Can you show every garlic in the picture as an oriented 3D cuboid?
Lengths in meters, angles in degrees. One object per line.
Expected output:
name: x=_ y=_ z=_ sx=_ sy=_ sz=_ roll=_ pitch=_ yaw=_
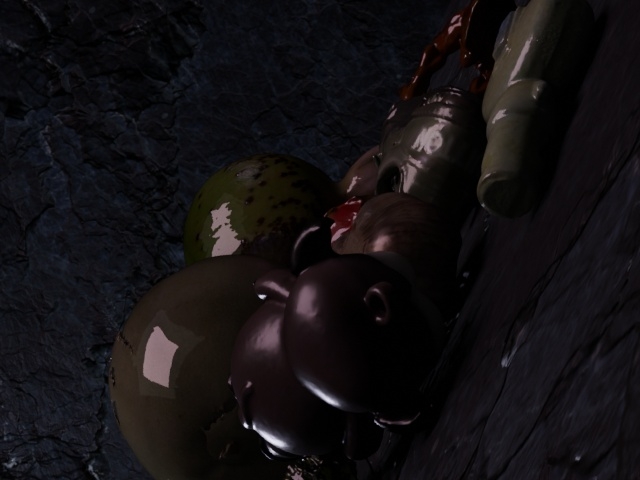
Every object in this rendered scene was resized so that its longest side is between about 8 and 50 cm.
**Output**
garlic: x=0.068 y=0.031 z=1.339 sx=0.159 sy=0.102 sz=0.147 roll=147 pitch=135 yaw=-66

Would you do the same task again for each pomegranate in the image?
pomegranate: x=0.000 y=0.000 z=1.972 sx=0.340 sy=0.285 sz=0.285 roll=-34 pitch=8 yaw=10

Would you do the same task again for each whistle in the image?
whistle: x=0.159 y=-0.111 z=1.214 sx=0.258 sy=0.067 sz=0.126 roll=-71 pitch=4 yaw=-48

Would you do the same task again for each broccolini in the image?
broccolini: x=0.002 y=0.209 z=1.271 sx=0.091 sy=0.068 sz=0.202 roll=-46 pitch=-1 yaw=-8

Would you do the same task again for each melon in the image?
melon: x=-0.094 y=0.154 z=1.682 sx=0.330 sy=0.268 sz=0.268 roll=-105 pitch=38 yaw=-67

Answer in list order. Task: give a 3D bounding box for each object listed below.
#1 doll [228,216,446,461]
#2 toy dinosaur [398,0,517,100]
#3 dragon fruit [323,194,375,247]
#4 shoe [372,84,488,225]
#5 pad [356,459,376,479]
doll: x=0.008 y=0.094 z=1.236 sx=0.117 sy=0.182 sz=0.257 roll=-22 pitch=-15 yaw=-38
toy dinosaur: x=0.173 y=-0.213 z=1.749 sx=0.208 sy=0.097 sz=0.432 roll=-59 pitch=3 yaw=5
dragon fruit: x=0.055 y=0.011 z=1.732 sx=0.166 sy=0.133 sz=0.136 roll=108 pitch=156 yaw=-60
shoe: x=0.094 y=-0.059 z=1.581 sx=0.149 sy=0.109 sz=0.293 roll=-60 pitch=5 yaw=-13
pad: x=0.010 y=0.271 z=1.355 sx=0.245 sy=0.006 sz=0.170 roll=-179 pitch=114 yaw=-89
